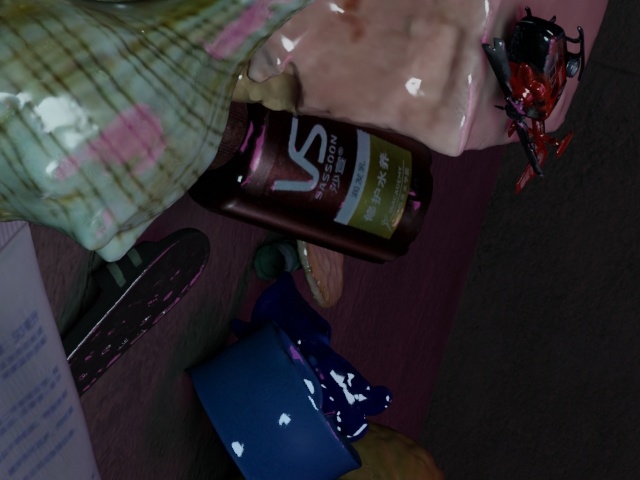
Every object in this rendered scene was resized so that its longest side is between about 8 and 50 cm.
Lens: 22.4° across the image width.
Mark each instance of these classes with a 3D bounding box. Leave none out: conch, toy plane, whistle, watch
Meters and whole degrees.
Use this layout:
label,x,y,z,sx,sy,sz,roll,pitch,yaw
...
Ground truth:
label,x,y,z,sx,sy,sz,roll,pitch,yaw
conch,-0.115,-0.105,0.850,0.386,0.203,0.169,-33,-179,-29
toy plane,0.125,-0.084,0.945,0.060,0.037,0.145,-54,153,-23
whistle,-0.027,0.015,1.737,0.186,0.039,0.039,-17,125,-74
watch,-0.040,0.156,1.562,0.171,0.196,0.200,-41,175,2

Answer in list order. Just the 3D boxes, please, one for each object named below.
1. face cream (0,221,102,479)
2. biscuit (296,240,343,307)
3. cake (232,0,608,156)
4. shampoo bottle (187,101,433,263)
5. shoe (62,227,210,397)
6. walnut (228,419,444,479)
label,x,y,z,sx,sy,sz,roll,pitch,yaw
face cream,-0.213,0.194,1.091,0.420,0.137,0.235,84,27,-43
biscuit,0.000,0.000,1.734,0.152,0.020,0.152,-10,90,-74
cake,0.029,-0.224,1.042,0.293,0.306,0.314,-26,134,-64
shampoo bottle,-0.024,-0.068,1.289,0.323,0.084,0.129,20,84,-54
shoe,-0.160,0.047,1.230,0.179,0.049,0.071,-47,154,-17
walnut,0.014,0.342,1.748,0.333,0.332,0.333,18,90,-77
